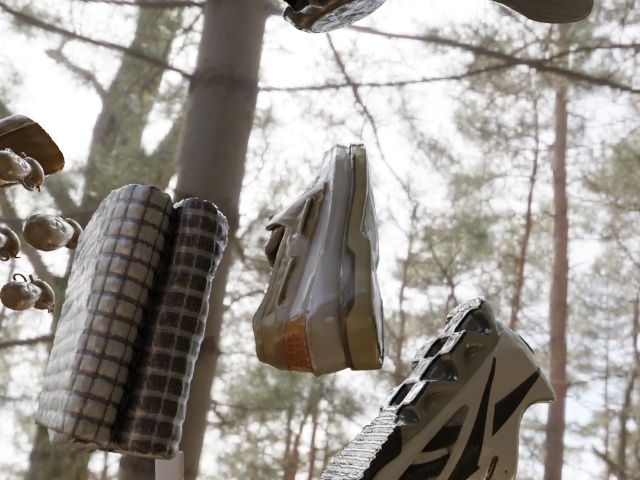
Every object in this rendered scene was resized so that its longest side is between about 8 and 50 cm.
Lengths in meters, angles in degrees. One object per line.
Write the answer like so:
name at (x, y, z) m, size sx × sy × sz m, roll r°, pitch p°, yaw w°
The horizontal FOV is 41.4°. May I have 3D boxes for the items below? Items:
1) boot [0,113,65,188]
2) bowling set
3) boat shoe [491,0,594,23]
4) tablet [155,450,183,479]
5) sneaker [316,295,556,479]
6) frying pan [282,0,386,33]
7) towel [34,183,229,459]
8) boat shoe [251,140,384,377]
boot at (-0.597, -0.156, 1.385) m, size 0.236 × 0.269 × 0.089 m, roll 50°, pitch -48°, yaw 4°
bowling set at (-0.435, 0.026, 1.219) m, size 0.200 × 0.287 × 0.154 m, roll -30°, pitch -3°, yaw 3°
boat shoe at (0.269, -0.367, 1.174) m, size 0.226 × 0.075 × 0.083 m, roll 17°, pitch -45°, yaw 2°
tablet at (-0.175, 0.284, 0.978) m, size 0.054 × 0.083 × 0.006 m, roll -8°, pitch -10°, yaw 44°
sneaker at (0.095, 0.216, 0.751) m, size 0.146 × 0.330 × 0.122 m, roll 44°, pitch -16°, yaw -4°
frying pan at (0.016, -0.382, 1.308) m, size 0.197 × 0.053 × 0.326 m, roll -22°, pitch -1°, yaw 17°
towel at (-0.188, 0.092, 0.828) m, size 0.121 × 0.235 × 0.284 m, roll 16°, pitch -17°, yaw -19°
boat shoe at (0.000, 0.000, 0.768) m, size 0.103 × 0.302 × 0.113 m, roll -7°, pitch -59°, yaw 8°
